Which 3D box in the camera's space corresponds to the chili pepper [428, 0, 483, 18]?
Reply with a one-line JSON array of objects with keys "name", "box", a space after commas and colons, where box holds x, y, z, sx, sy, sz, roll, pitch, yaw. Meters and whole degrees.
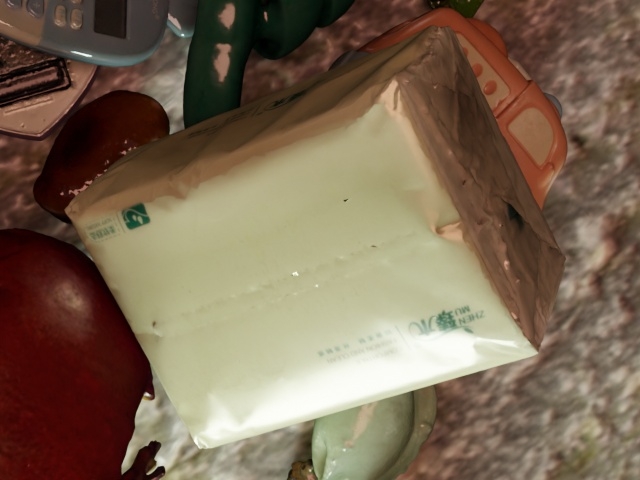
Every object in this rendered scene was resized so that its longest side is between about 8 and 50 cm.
[{"name": "chili pepper", "box": [0.245, -0.399, 1.431, 0.085, 0.076, 0.359, 39, 91, -29]}]

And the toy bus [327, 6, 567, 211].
[{"name": "toy bus", "box": [0.142, -0.118, 1.386, 0.288, 0.194, 0.232, 47, 73, -9]}]

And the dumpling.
[{"name": "dumpling", "box": [0.057, 0.184, 1.436, 0.104, 0.149, 0.217, 3, 83, 28]}]

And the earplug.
[{"name": "earplug", "box": [-0.053, -0.230, 1.351, 0.280, 0.164, 0.257, -32, 105, -17]}]

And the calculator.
[{"name": "calculator", "box": [-0.255, -0.276, 1.324, 0.302, 0.042, 0.188, 11, 67, -33]}]

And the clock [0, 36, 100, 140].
[{"name": "clock", "box": [-0.322, -0.190, 1.341, 0.198, 0.064, 0.172, -17, 84, -6]}]

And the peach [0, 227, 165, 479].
[{"name": "peach", "box": [-0.349, 0.202, 1.230, 0.353, 0.339, 0.417, 5, 79, -33]}]

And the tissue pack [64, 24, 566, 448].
[{"name": "tissue pack", "box": [0.000, 0.000, 1.205, 0.380, 0.207, 0.297, -21, 109, 27]}]

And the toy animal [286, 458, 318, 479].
[{"name": "toy animal", "box": [-0.005, 0.357, 1.446, 0.086, 0.069, 0.220, 6, 88, 14]}]

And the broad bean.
[{"name": "broad bean", "box": [-0.234, -0.090, 1.367, 0.114, 0.084, 0.165, 31, 83, 5]}]
